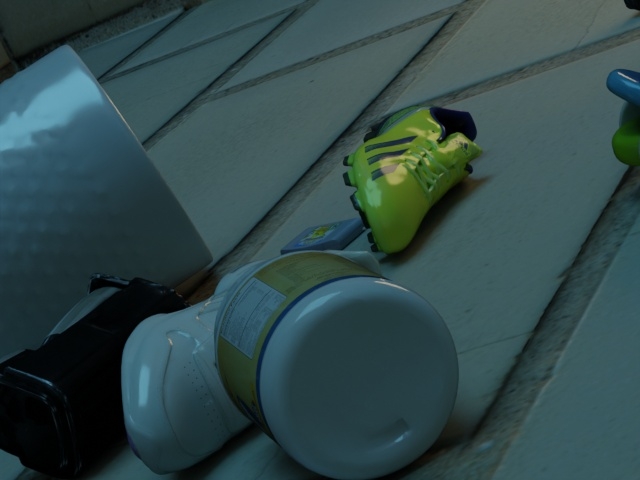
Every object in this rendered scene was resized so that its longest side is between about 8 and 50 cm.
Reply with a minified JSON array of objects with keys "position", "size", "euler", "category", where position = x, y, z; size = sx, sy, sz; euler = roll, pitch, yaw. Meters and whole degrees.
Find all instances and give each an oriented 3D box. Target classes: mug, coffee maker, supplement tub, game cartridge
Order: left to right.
[{"position":[-0.318,0.012,2.027],"size":[0.328,0.276,0.374],"euler":[-34,-15,-5],"category":"mug"},{"position":[-0.190,0.114,1.672],"size":[0.171,0.120,0.178],"euler":[-11,21,41],"category":"coffee maker"},{"position":[0.000,0.000,1.956],"size":[0.083,0.017,0.056],"euler":[-12,24,42],"category":"game cartridge"},{"position":[0.004,0.085,1.408],"size":[0.144,0.144,0.200],"euler":[-28,15,-11],"category":"supplement tub"}]

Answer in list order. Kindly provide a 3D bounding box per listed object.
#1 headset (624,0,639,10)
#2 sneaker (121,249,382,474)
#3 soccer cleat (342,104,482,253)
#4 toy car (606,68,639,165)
[{"position":[0.485,-0.363,2.139],"size":[0.243,0.185,0.394],"euler":[1,-1,-38],"category":"headset"},{"position":[-0.054,0.081,1.571],"size":[0.152,0.114,0.305],"euler":[-16,17,34],"category":"sneaker"},{"position":[0.097,-0.072,1.900],"size":[0.121,0.093,0.289],"euler":[-14,18,14],"category":"soccer cleat"},{"position":[0.326,-0.134,1.646],"size":[0.182,0.136,0.159],"euler":[-24,15,7],"category":"toy car"}]
